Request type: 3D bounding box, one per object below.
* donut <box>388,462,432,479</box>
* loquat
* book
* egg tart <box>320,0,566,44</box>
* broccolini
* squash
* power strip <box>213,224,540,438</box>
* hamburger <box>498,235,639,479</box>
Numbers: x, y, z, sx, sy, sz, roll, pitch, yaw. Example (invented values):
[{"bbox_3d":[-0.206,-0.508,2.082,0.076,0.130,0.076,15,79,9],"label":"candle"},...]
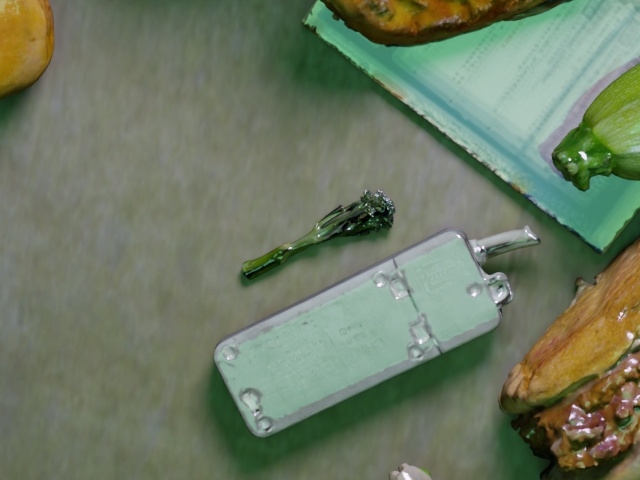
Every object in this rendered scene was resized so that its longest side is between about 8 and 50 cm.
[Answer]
[{"bbox_3d":[-0.026,0.353,1.554,0.371,0.150,0.307,-14,94,4],"label":"donut"},{"bbox_3d":[-0.282,-0.176,1.543,0.137,0.113,0.137,2,113,5],"label":"loquat"},{"bbox_3d":[0.177,-0.172,1.567,0.322,0.018,0.228,39,96,0],"label":"book"},{"bbox_3d":[0.111,-0.277,1.456,0.297,0.297,0.132,-11,54,4],"label":"egg tart"},{"bbox_3d":[0.000,0.000,1.591,0.140,0.030,0.035,-28,128,9],"label":"broccolini"},{"bbox_3d":[0.361,-0.140,1.496,0.395,0.107,0.107,-28,93,-8],"label":"squash"},{"bbox_3d":[0.055,0.066,1.575,0.288,0.053,0.093,-26,91,4],"label":"power strip"},{"bbox_3d":[0.271,0.091,1.514,0.155,0.245,0.282,43,140,-6],"label":"hamburger"}]
